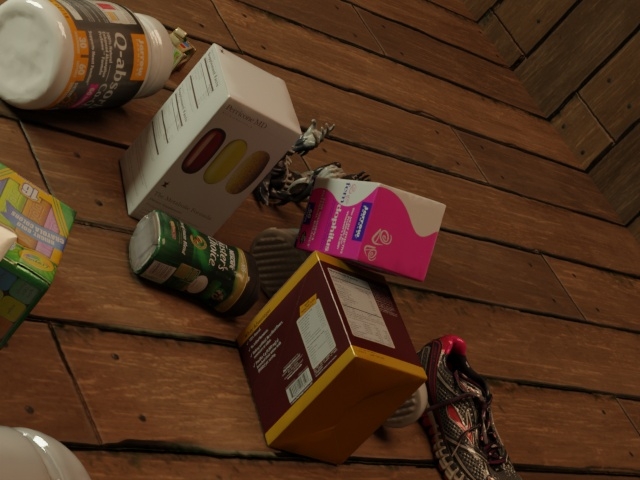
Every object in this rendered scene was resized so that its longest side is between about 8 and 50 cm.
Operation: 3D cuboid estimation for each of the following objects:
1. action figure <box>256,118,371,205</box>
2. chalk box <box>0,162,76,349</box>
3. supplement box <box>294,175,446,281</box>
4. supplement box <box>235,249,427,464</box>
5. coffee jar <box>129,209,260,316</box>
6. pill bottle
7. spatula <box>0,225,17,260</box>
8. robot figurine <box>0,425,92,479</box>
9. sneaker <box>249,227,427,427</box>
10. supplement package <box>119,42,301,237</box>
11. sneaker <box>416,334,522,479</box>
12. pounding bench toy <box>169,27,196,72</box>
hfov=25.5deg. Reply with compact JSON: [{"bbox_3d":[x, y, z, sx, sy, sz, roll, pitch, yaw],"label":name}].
[{"bbox_3d":[-0.018,-0.119,2.344,0.275,0.141,0.164,22,44,-40],"label":"action figure"},{"bbox_3d":[-0.379,0.030,1.604,0.132,0.132,0.213,34,28,-18],"label":"chalk box"},{"bbox_3d":[0.066,-0.019,1.968,0.114,0.111,0.220,18,-3,-25],"label":"supplement box"},{"bbox_3d":[0.010,0.158,1.893,0.129,0.191,0.194,21,34,-36],"label":"supplement box"},{"bbox_3d":[-0.170,0.034,1.957,0.184,0.079,0.096,27,30,-32],"label":"coffee jar"},{"bbox_3d":[-0.348,-0.273,2.078,0.162,0.162,0.278,51,27,16],"label":"pill bottle"},{"bbox_3d":[-0.451,0.040,1.465,0.168,0.019,0.242,37,65,-11],"label":"spatula"},{"bbox_3d":[-0.336,0.258,1.234,0.353,0.199,0.300,13,63,-46],"label":"robot figurine"},{"bbox_3d":[0.056,0.113,2.095,0.150,0.135,0.366,-10,57,-53],"label":"sneaker"},{"bbox_3d":[-0.162,-0.135,2.035,0.139,0.244,0.134,24,31,-33],"label":"supplement package"},{"bbox_3d":[0.221,0.277,2.110,0.120,0.112,0.299,7,44,-51],"label":"sneaker"},{"bbox_3d":[-0.243,-0.330,2.404,0.052,0.083,0.065,44,26,2],"label":"pounding bench toy"}]
